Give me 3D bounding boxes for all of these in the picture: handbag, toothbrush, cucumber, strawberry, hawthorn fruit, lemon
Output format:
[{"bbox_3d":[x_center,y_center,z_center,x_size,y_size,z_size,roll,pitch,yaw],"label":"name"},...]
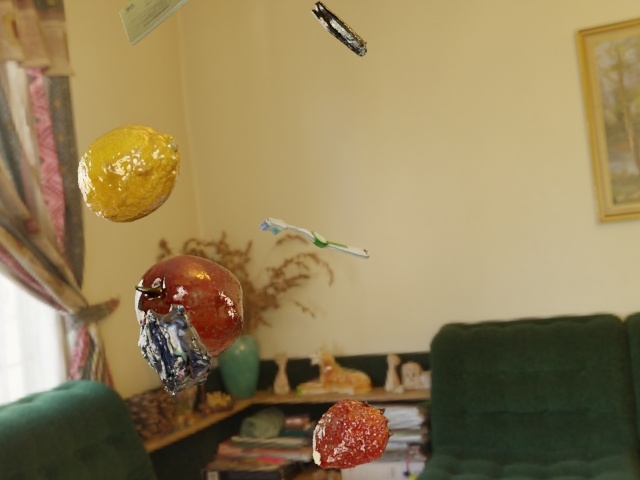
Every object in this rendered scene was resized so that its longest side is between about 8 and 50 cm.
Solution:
[{"bbox_3d":[-0.291,0.214,1.424,0.113,0.162,0.260,-22,-11,-19],"label":"handbag"},{"bbox_3d":[0.001,-0.001,1.376,0.030,0.030,0.304,-7,-16,41],"label":"toothbrush"},{"bbox_3d":[0.036,-0.399,1.369,0.033,0.135,0.034,-49,6,21],"label":"cucumber"},{"bbox_3d":[0.054,0.367,1.379,0.148,0.131,0.131,-3,-3,-36],"label":"strawberry"},{"bbox_3d":[-0.373,0.174,1.957,0.284,0.285,0.369,-7,-22,26],"label":"hawthorn fruit"},{"bbox_3d":[-0.289,-0.106,1.106,0.187,0.142,0.142,-30,-11,24],"label":"lemon"}]

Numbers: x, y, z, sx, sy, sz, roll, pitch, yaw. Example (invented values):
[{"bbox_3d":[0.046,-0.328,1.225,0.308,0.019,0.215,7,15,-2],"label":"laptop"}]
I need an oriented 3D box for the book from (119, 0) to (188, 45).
[{"bbox_3d":[-0.389,-0.543,1.670,0.168,0.192,0.013,-37,-47,8],"label":"book"}]
